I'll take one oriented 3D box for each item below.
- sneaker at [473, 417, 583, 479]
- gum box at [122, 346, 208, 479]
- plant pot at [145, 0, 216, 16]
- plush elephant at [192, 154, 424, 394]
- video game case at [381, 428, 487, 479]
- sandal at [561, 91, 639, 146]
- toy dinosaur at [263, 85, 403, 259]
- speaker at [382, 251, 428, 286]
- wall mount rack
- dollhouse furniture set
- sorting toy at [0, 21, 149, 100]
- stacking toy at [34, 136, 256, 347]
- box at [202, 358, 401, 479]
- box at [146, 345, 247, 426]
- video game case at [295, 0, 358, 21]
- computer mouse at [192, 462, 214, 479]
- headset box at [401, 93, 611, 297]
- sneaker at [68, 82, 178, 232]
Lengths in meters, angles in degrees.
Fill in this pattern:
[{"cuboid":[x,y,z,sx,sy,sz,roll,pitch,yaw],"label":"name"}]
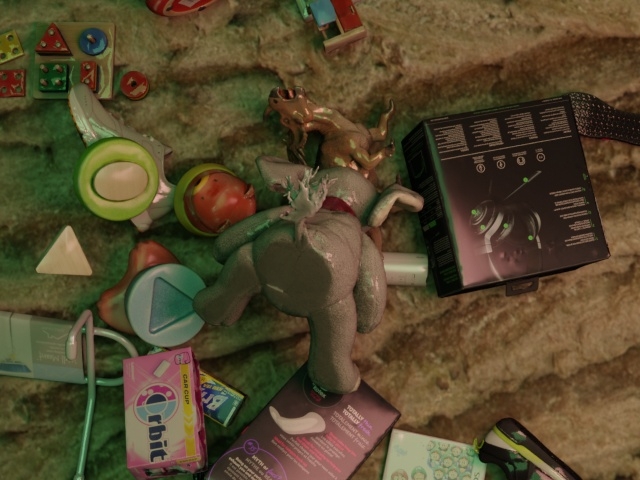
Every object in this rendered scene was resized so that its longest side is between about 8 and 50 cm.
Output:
[{"cuboid":[0.336,0.375,1.562,0.235,0.084,0.097,43,97,7],"label":"sneaker"},{"cuboid":[-0.232,0.262,1.507,0.107,0.062,0.188,-11,57,1],"label":"gum box"},{"cuboid":[-0.231,-0.468,1.623,0.191,0.191,0.174,-25,85,-1],"label":"plant pot"},{"cuboid":[0.000,0.000,1.475,0.272,0.255,0.330,23,122,14],"label":"plush elephant"},{"cuboid":[0.176,0.382,1.592,0.157,0.019,0.143,11,84,4],"label":"video game case"},{"cuboid":[0.462,-0.191,1.644,0.179,0.040,0.067,16,90,-11],"label":"sandal"},{"cuboid":[0.030,-0.113,1.612,0.200,0.127,0.295,-10,99,11],"label":"toy dinosaur"},{"cuboid":[0.103,0.045,1.616,0.136,0.055,0.055,2,83,3],"label":"speaker"},{"cuboid":[-0.469,0.238,1.587,0.350,0.130,0.304,7,119,4],"label":"wall mount rack"},{"cuboid":[0.030,-0.422,1.610,0.129,0.129,0.183,-23,82,-1],"label":"dollhouse furniture set"},{"cuboid":[-0.423,-0.303,1.682,0.275,0.046,0.132,1,83,3],"label":"sorting toy"},{"cuboid":[-0.257,-0.003,1.541,0.280,0.130,0.308,26,87,-26],"label":"stacking toy"},{"cuboid":[-0.035,0.318,1.508,0.165,0.143,0.270,41,66,6],"label":"box"},{"cuboid":[-0.203,0.229,1.607,0.169,0.054,0.059,30,86,6],"label":"box"},{"cuboid":[0.039,-0.501,1.697,0.227,0.026,0.206,-22,83,0],"label":"video game case"},{"cuboid":[-0.110,0.350,1.595,0.193,0.042,0.106,-6,82,2],"label":"computer mouse"},{"cuboid":[0.285,-0.057,1.562,0.246,0.131,0.283,-12,83,-12],"label":"headset box"},{"cuboid":[-0.311,-0.149,1.644,0.121,0.099,0.262,-30,91,-9],"label":"sneaker"}]
